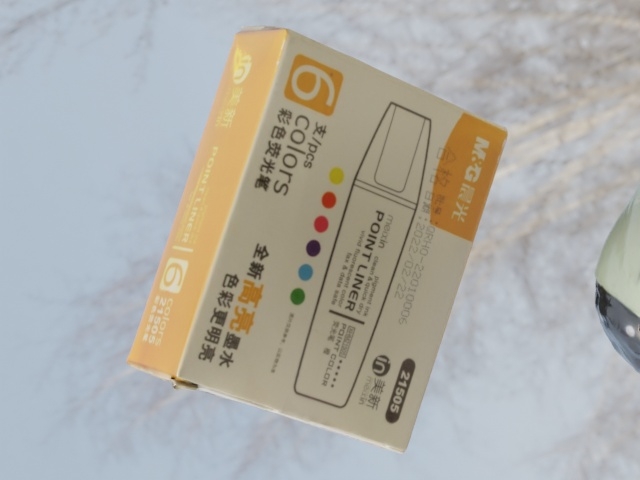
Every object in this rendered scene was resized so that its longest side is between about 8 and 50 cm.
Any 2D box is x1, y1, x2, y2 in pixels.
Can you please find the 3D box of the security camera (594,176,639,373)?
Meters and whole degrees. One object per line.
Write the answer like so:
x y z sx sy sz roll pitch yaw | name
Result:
0.274 0.025 1.031 0.197 0.191 0.277 43 -168 33 | security camera

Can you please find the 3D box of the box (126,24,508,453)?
0.000 0.000 1.309 0.221 0.091 0.274 19 -96 -31 | box
